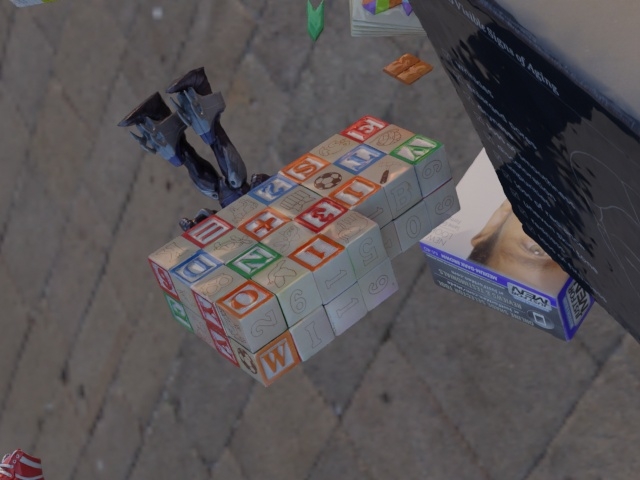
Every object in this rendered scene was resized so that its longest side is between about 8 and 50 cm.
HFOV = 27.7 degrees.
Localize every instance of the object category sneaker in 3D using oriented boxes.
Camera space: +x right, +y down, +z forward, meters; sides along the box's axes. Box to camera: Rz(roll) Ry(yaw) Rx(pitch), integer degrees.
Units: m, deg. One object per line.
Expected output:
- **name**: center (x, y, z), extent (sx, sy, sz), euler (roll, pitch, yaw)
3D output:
- **sneaker**: center (-0.359, 0.263, 1.420), extent (0.042, 0.118, 0.067), euler (-23, 69, 55)

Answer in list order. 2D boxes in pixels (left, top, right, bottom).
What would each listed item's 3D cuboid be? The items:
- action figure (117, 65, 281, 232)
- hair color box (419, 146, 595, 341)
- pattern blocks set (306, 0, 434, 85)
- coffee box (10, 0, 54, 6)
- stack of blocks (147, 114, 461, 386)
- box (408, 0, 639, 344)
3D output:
- **action figure**: center (-0.123, -0.073, 1.653), extent (0.185, 0.099, 0.285), euler (-29, 105, 29)
- **hair color box**: center (0.287, -0.069, 1.516), extent (0.185, 0.339, 0.110), euler (23, 158, 31)
- **pattern blocks set**: center (0.132, -0.376, 1.936), extent (0.026, 0.325, 0.285), euler (128, 131, -81)
- **coffee box**: center (-0.224, -0.450, 1.153), extent (0.334, 0.338, 0.337), euler (-3, 67, 32)
- **stack of blocks**: center (0.000, 0.000, 1.309), extent (0.171, 0.297, 0.087), euler (29, 146, 47)
- **box**: center (0.333, -0.099, 1.052), extent (0.297, 0.472, 0.480), euler (-38, 46, 0)
